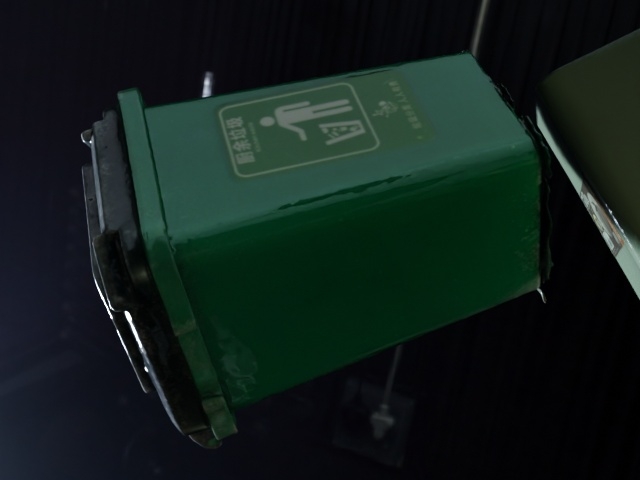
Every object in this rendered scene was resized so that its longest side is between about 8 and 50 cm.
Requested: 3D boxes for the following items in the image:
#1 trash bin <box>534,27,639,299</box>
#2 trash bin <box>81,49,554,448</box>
[{"bbox_3d":[0.368,-0.030,0.843,0.223,0.343,0.158,-26,164,8],"label":"trash bin"},{"bbox_3d":[0.000,0.000,0.866,0.381,0.295,0.259,-15,-137,-4],"label":"trash bin"}]
